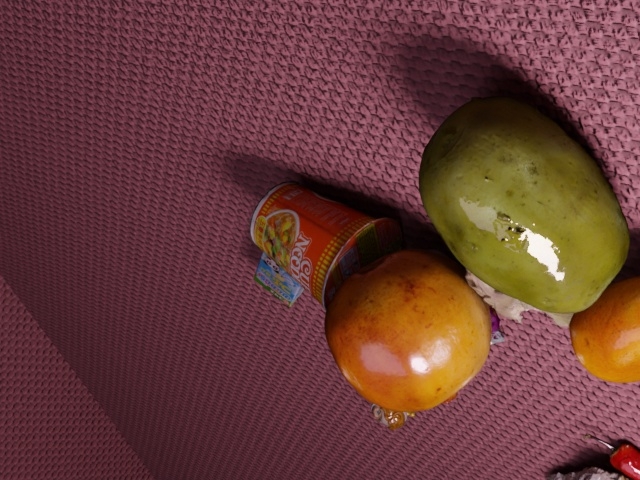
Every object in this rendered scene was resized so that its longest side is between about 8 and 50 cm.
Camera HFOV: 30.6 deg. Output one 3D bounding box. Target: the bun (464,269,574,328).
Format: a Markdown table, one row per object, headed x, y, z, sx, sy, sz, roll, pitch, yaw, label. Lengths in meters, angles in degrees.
| x | y | z | sx | sy | sz | roll | pitch | yaw | label |
| --- | --- | --- | --- | --- | --- | --- | --- | --- | --- |
| 0.296 | 0.045 | 1.691 | 0.237 | 0.116 | 0.210 | 42 | 153 | -2 | bun |

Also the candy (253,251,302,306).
| x | y | z | sx | sy | sz | roll | pitch | yaw | label |
| --- | --- | --- | --- | --- | --- | --- | --- | --- | --- |
| -0.060 | 0.044 | 2.199 | 0.097 | 0.062 | 0.194 | 36 | 154 | 6 | candy |

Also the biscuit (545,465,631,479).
| x | y | z | sx | sy | sz | roll | pitch | yaw | label |
| --- | --- | --- | --- | --- | --- | --- | --- | --- | --- |
| 0.504 | 0.454 | 2.085 | 0.141 | 0.038 | 0.290 | 28 | 163 | -1 | biscuit |

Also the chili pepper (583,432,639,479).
| x | y | z | sx | sy | sz | roll | pitch | yaw | label |
| --- | --- | --- | --- | --- | --- | --- | --- | --- | --- |
| 0.561 | 0.400 | 1.959 | 0.268 | 0.050 | 0.059 | 33 | 136 | 11 | chili pepper |

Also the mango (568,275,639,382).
| x | y | z | sx | sy | sz | roll | pitch | yaw | label |
| --- | --- | --- | --- | --- | --- | --- | --- | --- | --- |
| 0.448 | 0.104 | 1.543 | 0.154 | 0.126 | 0.252 | 28 | 139 | -35 | mango |

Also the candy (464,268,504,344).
| x | y | z | sx | sy | sz | roll | pitch | yaw | label |
| --- | --- | --- | --- | --- | --- | --- | --- | --- | --- |
| 0.262 | 0.115 | 1.916 | 0.045 | 0.043 | 0.175 | 9 | 135 | 42 | candy |

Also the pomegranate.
| x | y | z | sx | sy | sz | roll | pitch | yaw | label |
| --- | --- | --- | --- | --- | --- | --- | --- | --- | --- |
| 0.142 | 0.142 | 1.824 | 0.264 | 0.264 | 0.264 | 30 | 151 | 19 | pomegranate |

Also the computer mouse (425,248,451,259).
| x | y | z | sx | sy | sz | roll | pitch | yaw | label |
| --- | --- | --- | --- | --- | --- | --- | --- | --- | --- |
| 0.181 | 0.052 | 1.929 | 0.066 | 0.039 | 0.096 | 40 | 152 | 1 | computer mouse |

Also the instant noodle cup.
| x | y | z | sx | sy | sz | roll | pitch | yaw | label |
| --- | --- | --- | --- | --- | --- | --- | --- | --- | --- |
| 0.000 | 0.000 | 1.953 | 0.212 | 0.193 | 0.193 | 33 | 153 | 33 | instant noodle cup |

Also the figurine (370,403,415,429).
| x | y | z | sx | sy | sz | roll | pitch | yaw | label |
| --- | --- | --- | --- | --- | --- | --- | --- | --- | --- |
| 0.124 | 0.333 | 2.401 | 0.143 | 0.068 | 0.101 | 21 | 145 | 55 | figurine |

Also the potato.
| x | y | z | sx | sy | sz | roll | pitch | yaw | label |
| --- | --- | --- | --- | --- | --- | --- | --- | --- | --- |
| 0.261 | -0.045 | 1.504 | 0.304 | 0.215 | 0.216 | 40 | 154 | -16 | potato |
